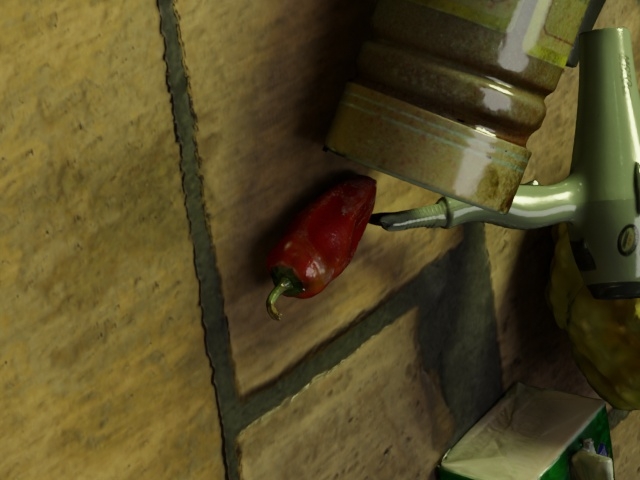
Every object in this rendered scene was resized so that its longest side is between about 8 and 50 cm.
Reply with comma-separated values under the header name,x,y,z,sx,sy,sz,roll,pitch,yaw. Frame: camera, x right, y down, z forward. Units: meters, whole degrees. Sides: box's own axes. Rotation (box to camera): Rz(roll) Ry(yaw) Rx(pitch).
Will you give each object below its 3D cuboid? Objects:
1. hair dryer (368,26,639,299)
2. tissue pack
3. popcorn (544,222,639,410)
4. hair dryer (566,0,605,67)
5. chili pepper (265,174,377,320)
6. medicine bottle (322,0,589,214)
name,x,y,z,sx,sy,sz,roll,pitch,yaw
hair dryer,0.183,-0.085,1.394,0.267,0.092,0.229,17,79,-20
tissue pack,0.222,0.266,1.556,0.148,0.156,0.209,-41,129,-41
popcorn,0.350,0.037,1.546,0.274,0.279,0.335,119,-4,-69
hair dryer,0.171,-0.276,1.411,0.272,0.091,0.235,9,104,-41
chili pepper,-0.001,-0.001,1.272,0.191,0.050,0.059,-50,134,-48
medicine bottle,0.126,-0.194,1.252,0.151,0.151,0.322,13,100,-53
